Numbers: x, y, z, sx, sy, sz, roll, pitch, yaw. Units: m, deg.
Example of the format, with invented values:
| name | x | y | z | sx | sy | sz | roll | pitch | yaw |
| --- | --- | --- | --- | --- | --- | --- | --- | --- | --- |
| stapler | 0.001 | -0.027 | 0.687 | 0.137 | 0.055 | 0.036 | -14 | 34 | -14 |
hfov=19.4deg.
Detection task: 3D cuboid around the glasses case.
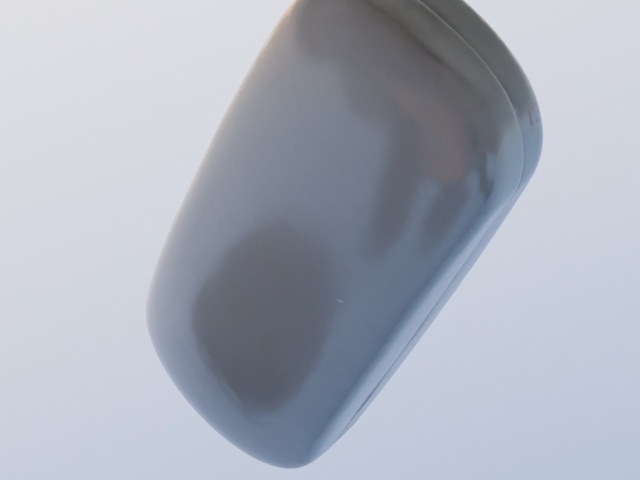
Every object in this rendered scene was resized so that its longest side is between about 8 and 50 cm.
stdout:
| name | x | y | z | sx | sy | sz | roll | pitch | yaw |
| --- | --- | --- | --- | --- | --- | --- | --- | --- | --- |
| glasses case | 0.000 | 0.000 | 0.433 | 0.063 | 0.164 | 0.041 | 45 | -125 | 11 |
